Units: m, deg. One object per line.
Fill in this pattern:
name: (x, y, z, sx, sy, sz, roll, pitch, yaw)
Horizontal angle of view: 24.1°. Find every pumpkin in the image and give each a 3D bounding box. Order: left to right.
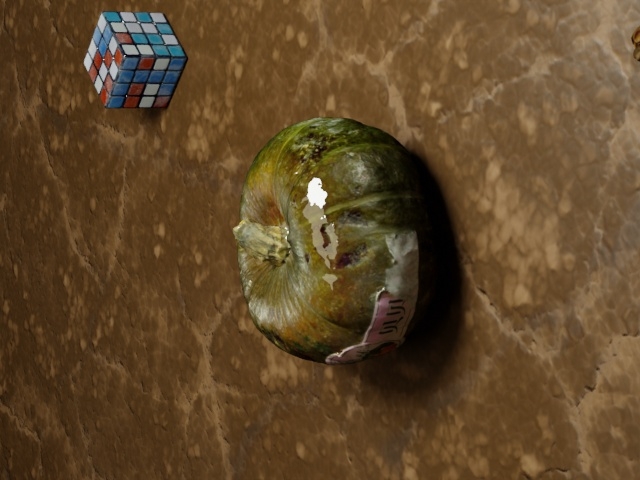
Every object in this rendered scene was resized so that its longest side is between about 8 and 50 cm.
pumpkin: (-0.002, 0.000, 1.525, 0.260, 0.189, 0.260, 4, 94, 56)

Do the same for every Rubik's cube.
Rubik's cube: (-0.242, -0.235, 1.951, 0.092, 0.092, 0.092, 61, 139, 34)

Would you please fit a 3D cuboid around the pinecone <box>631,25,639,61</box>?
pinecone: (0.316, -0.167, 1.061, 0.195, 0.150, 0.179, 55, 135, 38)
